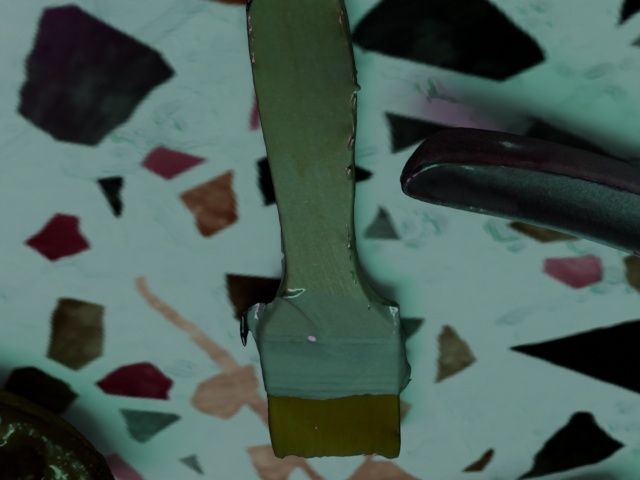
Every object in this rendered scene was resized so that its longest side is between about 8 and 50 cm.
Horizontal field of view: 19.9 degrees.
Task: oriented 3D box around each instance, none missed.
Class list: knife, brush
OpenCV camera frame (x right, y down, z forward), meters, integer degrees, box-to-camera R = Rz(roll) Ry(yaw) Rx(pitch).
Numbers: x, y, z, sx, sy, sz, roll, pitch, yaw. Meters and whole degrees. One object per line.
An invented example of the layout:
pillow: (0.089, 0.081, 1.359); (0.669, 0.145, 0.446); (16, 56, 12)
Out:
knife: (0.156, 0.004, 0.839); (0.278, 0.053, 0.123); (21, 140, -20)
brush: (0.000, 0.000, 0.865); (0.085, 0.020, 0.336); (0, 138, 3)

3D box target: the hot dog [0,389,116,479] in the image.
hot dog: (-0.210, 0.151, 0.955); (0.227, 0.160, 0.099); (7, 164, -16)
